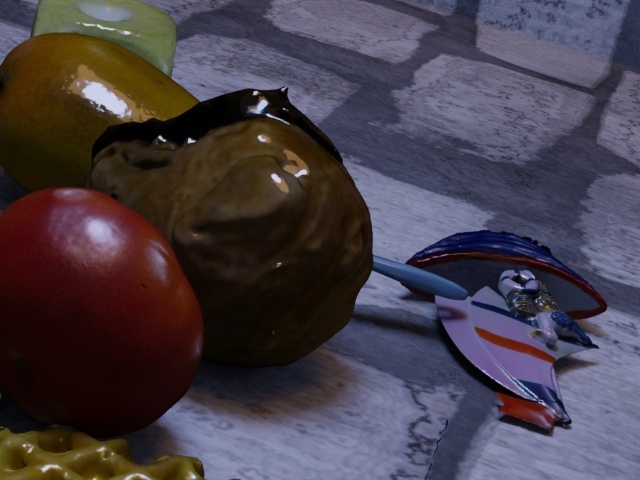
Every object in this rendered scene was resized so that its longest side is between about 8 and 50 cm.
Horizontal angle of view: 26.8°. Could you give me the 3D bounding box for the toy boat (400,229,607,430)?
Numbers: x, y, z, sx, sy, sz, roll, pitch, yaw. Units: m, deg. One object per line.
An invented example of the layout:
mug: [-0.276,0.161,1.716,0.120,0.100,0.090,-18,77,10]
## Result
toy boat: [0.174,0.083,1.367,0.219,0.072,0.318,22,32,11]

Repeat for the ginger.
ginger: [-0.087,0.006,1.183,0.269,0.200,0.223,-17,44,17]

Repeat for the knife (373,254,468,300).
knife: [0.000,0.000,1.324,0.313,0.019,0.044,20,15,-7]

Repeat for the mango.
mango: [-0.201,-0.099,1.409,0.317,0.173,0.211,26,19,-4]

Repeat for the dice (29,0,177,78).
dice: [-0.263,-0.192,1.581,0.166,0.169,0.169,10,23,-11]

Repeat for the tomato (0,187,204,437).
tomato: [-0.181,0.058,1.007,0.195,0.195,0.136,24,44,22]

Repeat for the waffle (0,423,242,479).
waffle: [-0.156,0.202,0.856,0.291,0.051,0.291,10,22,-4]
